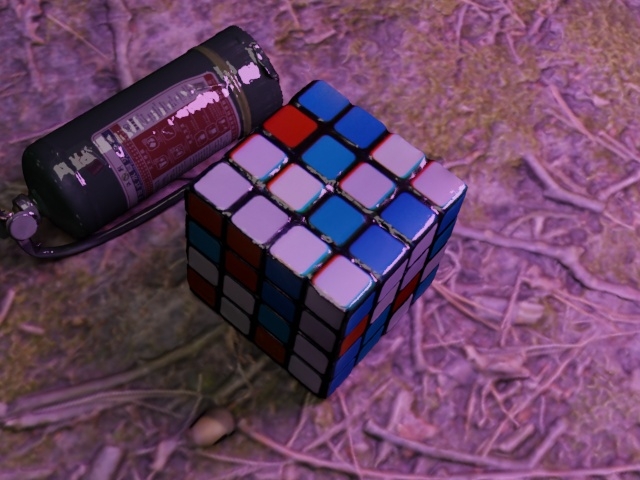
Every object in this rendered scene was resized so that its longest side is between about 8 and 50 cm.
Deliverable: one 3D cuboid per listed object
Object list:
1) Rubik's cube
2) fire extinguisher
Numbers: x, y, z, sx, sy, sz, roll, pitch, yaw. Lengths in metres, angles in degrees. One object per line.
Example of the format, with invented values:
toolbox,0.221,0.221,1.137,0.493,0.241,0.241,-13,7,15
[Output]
Rubik's cube,0.000,0.000,0.805,0.155,0.154,0.151,39,64,16
fire extinguisher,-0.167,-0.072,0.868,0.294,0.118,0.093,-36,34,-22
